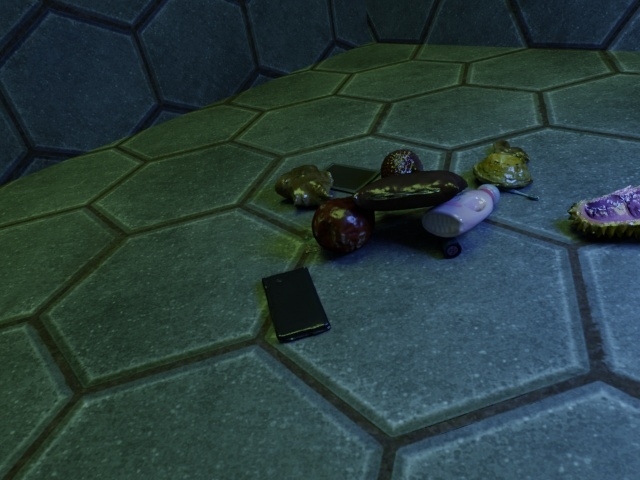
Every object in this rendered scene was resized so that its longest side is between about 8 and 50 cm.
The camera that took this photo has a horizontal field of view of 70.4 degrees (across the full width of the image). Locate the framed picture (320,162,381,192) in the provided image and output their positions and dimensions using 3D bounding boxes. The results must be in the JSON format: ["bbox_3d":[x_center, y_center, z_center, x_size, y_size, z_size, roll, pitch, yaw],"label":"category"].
[{"bbox_3d":[0.096,-0.259,1.874,0.253,0.014,0.197,16,42,34],"label":"framed picture"}]

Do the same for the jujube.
[{"bbox_3d":[0.085,-0.062,1.447,0.190,0.189,0.255,7,30,25],"label":"jujube"}]

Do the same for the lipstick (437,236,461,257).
[{"bbox_3d":[0.378,-0.025,1.424,0.054,0.053,0.234,-10,28,2],"label":"lipstick"}]

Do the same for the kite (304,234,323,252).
[{"bbox_3d":[0.000,0.000,1.523,0.139,0.011,0.157,18,44,32],"label":"kite"}]

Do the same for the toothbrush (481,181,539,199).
[{"bbox_3d":[0.657,-0.178,1.585,0.220,0.019,0.016,30,91,46],"label":"toothbrush"}]

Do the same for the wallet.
[{"bbox_3d":[-0.075,0.169,1.274,0.146,0.030,0.285,-13,32,-9],"label":"wallet"}]

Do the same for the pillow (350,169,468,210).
[{"bbox_3d":[0.283,-0.155,1.388,0.308,0.108,0.305,-4,8,25],"label":"pillow"}]

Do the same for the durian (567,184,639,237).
[{"bbox_3d":[0.890,-0.063,1.276,0.342,0.112,0.191,-15,42,9],"label":"durian"}]

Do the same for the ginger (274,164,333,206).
[{"bbox_3d":[-0.031,-0.196,1.728,0.219,0.123,0.270,-35,50,-26],"label":"ginger"}]

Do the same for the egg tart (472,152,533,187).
[{"bbox_3d":[0.655,-0.256,1.629,0.213,0.090,0.212,-1,32,1],"label":"egg tart"}]

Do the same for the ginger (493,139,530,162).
[{"bbox_3d":[0.743,-0.343,1.773,0.133,0.058,0.214,8,29,13],"label":"ginger"}]

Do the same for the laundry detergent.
[{"bbox_3d":[0.459,-0.101,1.416,0.159,0.087,0.335,16,30,41],"label":"laundry detergent"}]

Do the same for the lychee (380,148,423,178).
[{"bbox_3d":[0.306,-0.257,1.676,0.165,0.165,0.197,-33,12,-30],"label":"lychee"}]
